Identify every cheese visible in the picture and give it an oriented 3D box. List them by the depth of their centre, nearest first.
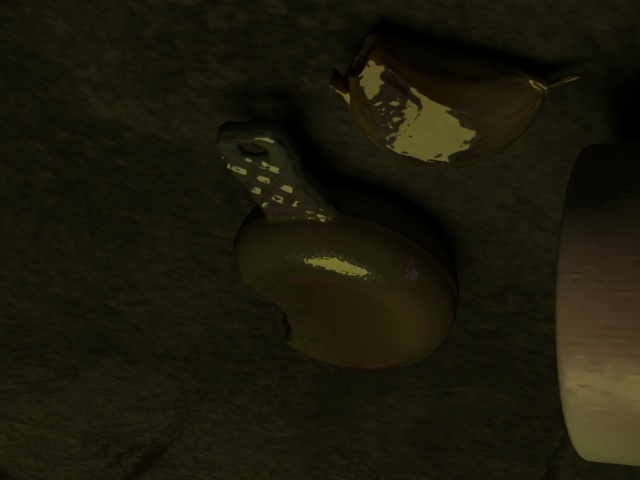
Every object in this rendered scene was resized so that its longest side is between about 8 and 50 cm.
[{"bbox_3d":[0.000,0.000,1.104,0.163,0.082,0.286,-5,145,27],"label":"cheese"}]

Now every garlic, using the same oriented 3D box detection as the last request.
[{"bbox_3d":[0.078,-0.080,0.934,0.152,0.066,0.084,15,150,0],"label":"garlic"}]

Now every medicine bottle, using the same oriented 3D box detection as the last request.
[{"bbox_3d":[0.304,0.038,0.874,0.302,0.241,0.241,0,149,22],"label":"medicine bottle"}]
